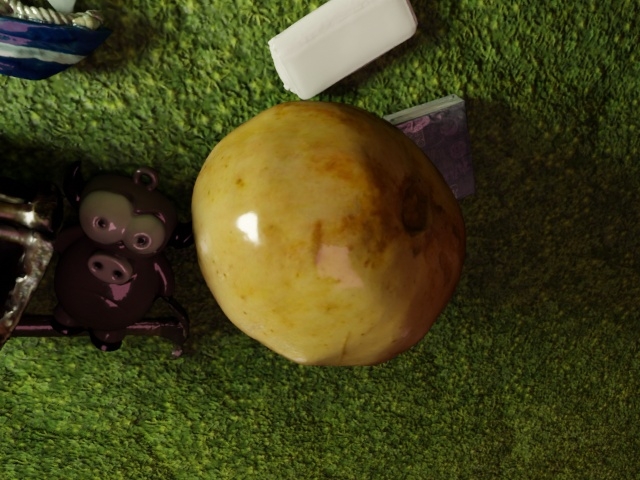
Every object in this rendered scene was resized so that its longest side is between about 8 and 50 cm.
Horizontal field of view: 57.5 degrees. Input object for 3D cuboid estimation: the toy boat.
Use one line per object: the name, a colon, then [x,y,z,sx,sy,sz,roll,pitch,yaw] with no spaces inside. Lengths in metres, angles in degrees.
toy boat: [-0.338,-0.303,0.575,0.210,0.070,0.291,-13,119,-15]

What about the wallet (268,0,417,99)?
wallet: [0.028,-0.255,0.734,0.190,0.033,0.095,-33,122,3]

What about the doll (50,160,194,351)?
doll: [-0.268,0.020,0.756,0.182,0.117,0.257,25,115,-12]

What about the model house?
model house: [-0.453,0.013,0.595,0.283,0.317,0.297,24,94,-28]

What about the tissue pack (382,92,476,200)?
tissue pack: [0.160,-0.121,0.845,0.112,0.051,0.156,-19,124,-2]

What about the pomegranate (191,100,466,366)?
pomegranate: [0.000,0.000,0.726,0.338,0.338,0.338,-8,122,-13]

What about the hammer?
hammer: [-0.342,0.129,0.854,0.297,0.027,0.125,3,120,-18]
